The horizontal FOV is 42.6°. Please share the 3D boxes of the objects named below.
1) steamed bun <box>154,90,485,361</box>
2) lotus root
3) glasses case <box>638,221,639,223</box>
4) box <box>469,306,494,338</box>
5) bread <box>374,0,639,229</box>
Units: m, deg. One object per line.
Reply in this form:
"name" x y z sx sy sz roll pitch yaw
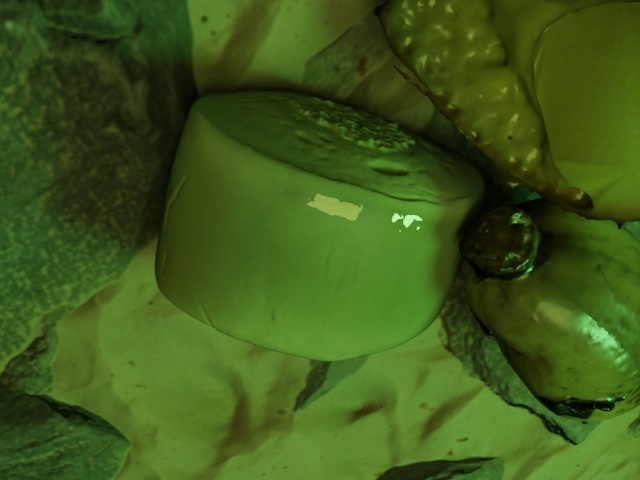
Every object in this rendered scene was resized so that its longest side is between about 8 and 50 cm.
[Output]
"steamed bun" 0.000 0.000 0.649 0.250 0.154 0.200 12 118 -13
"lotus root" 0.200 0.058 0.647 0.140 0.154 0.257 -10 147 36
"glasses case" 0.379 -0.117 0.677 0.297 0.075 0.113 -38 120 16
"box" 0.192 0.054 0.769 0.085 0.060 0.063 4 113 -10
"bread" 0.183 -0.139 0.590 0.262 0.163 0.204 48 112 15
